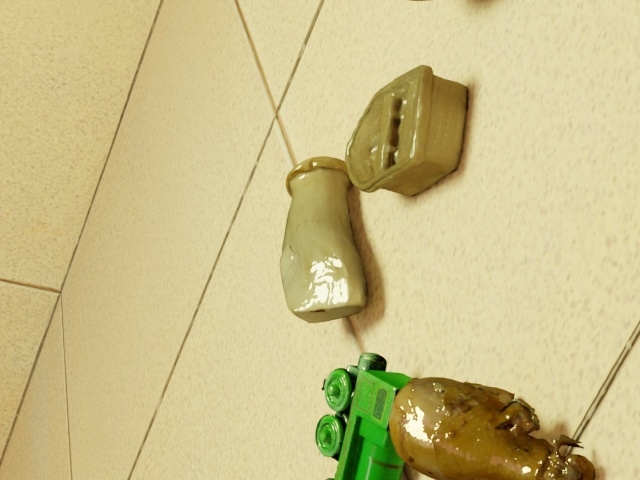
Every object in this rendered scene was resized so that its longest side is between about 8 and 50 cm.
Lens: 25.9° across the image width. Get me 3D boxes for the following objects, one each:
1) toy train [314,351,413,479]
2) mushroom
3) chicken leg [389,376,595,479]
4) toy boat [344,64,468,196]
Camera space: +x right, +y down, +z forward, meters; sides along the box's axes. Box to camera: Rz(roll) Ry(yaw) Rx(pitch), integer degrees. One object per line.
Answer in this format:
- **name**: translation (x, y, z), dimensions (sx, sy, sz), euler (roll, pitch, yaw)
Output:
- **toy train**: translation (0.039, 0.238, 1.373), dimensions (0.119, 0.085, 0.251), euler (21, 100, 54)
- **mushroom**: translation (0.001, 0.010, 1.599), dimensions (0.247, 0.096, 0.108), euler (-94, 1, -47)
- **chicken leg**: translation (0.144, 0.167, 1.137), dimensions (0.207, 0.101, 0.085), euler (14, 95, 50)
- **toy boat**: translation (0.088, -0.107, 1.483), dimensions (0.188, 0.061, 0.116), euler (156, 123, -65)
